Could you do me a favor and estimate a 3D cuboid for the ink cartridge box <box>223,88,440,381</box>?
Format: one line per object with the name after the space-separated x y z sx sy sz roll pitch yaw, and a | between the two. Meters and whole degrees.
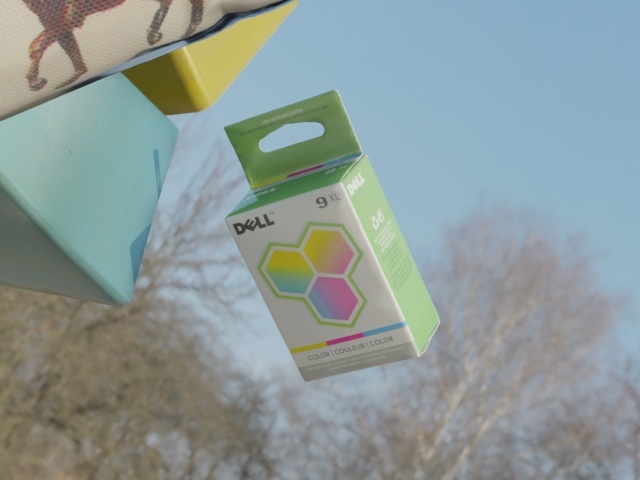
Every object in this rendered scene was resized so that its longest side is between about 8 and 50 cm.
0.000 0.000 1.062 0.109 0.062 0.209 -16 -72 29 | ink cartridge box

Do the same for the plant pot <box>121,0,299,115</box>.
-0.178 -0.244 1.261 0.212 0.212 0.187 -3 -56 30 | plant pot

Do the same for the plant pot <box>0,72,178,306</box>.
-0.242 -0.074 1.053 0.166 0.165 0.234 9 -18 17 | plant pot

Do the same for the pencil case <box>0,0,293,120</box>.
-0.112 -0.148 0.519 0.183 0.410 0.160 67 -13 -4 | pencil case
